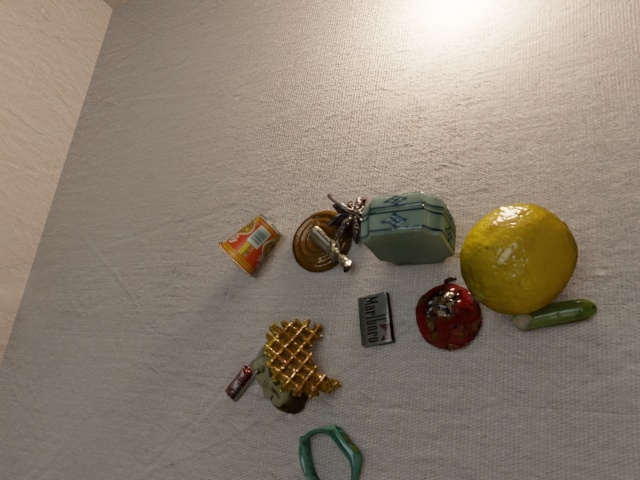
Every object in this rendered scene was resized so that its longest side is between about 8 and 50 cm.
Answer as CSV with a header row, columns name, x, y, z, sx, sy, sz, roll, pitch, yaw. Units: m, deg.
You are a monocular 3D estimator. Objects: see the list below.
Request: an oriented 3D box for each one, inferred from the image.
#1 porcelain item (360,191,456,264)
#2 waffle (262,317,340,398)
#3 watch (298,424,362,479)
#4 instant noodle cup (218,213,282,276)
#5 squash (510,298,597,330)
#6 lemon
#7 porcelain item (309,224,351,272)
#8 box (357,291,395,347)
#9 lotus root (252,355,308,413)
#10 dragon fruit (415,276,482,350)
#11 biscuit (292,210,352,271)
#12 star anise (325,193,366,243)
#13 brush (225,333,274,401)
name,x,y,z,sx,sy,sz,roll,pitch,yaw
porcelain item,0.294,-0.039,1.728,0.281,0.286,0.157,-5,64,29
waffle,-0.079,0.408,1.781,0.069,0.259,0.293,-54,42,42
watch,0.028,0.713,1.685,0.195,0.068,0.237,-48,59,6
instant noodle cup,-0.274,0.008,2.098,0.212,0.193,0.193,-46,55,-5
squash,0.686,0.219,1.531,0.238,0.069,0.069,-15,62,22
lemon,0.576,0.053,1.524,0.336,0.336,0.336,-11,64,24
porcelain item,0.043,0.033,1.925,0.054,0.084,0.213,-32,57,-21
box,0.192,0.275,1.799,0.115,0.036,0.178,-15,63,23
lotus root,-0.135,0.489,1.835,0.138,0.119,0.235,-47,54,8
dragon fruit,0.393,0.224,1.641,0.224,0.148,0.218,-48,54,2
biscuit,-0.001,0.000,2.025,0.262,0.037,0.262,-11,65,24
star anise,0.113,-0.098,1.957,0.231,0.089,0.209,21,62,8
brush,-0.247,0.465,1.953,0.321,0.050,0.060,-51,51,-1
